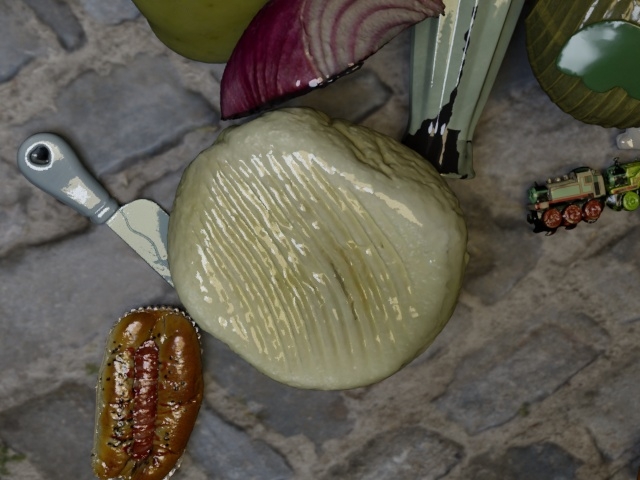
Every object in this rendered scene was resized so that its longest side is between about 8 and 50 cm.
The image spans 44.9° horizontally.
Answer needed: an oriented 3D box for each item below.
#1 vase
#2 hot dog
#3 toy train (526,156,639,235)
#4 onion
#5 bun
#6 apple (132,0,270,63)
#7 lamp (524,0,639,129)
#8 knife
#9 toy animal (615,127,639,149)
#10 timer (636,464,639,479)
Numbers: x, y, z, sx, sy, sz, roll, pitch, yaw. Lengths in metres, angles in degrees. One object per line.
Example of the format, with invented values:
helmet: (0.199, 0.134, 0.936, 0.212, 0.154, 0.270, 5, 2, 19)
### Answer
vase: (0.177, -0.264, 0.971, 0.165, 0.165, 0.360, 7, 105, -8)
hot dog: (-0.233, 0.214, 1.052, 0.144, 0.075, 0.268, 9, 97, -6)
toy train: (0.406, -0.070, 1.086, 0.249, 0.053, 0.085, -14, 94, -4)
onion: (-0.019, -0.237, 0.891, 0.250, 0.247, 0.111, -40, 112, -34)
bun: (0.000, 0.000, 0.953, 0.352, 0.227, 0.349, -21, 104, 15)
apple: (-0.111, -0.431, 0.932, 0.360, 0.320, 0.312, -35, 59, 2)
lamp: (0.381, -0.238, 0.900, 0.284, 0.250, 0.250, 28, 97, 1)
knife: (-0.251, -0.025, 1.025, 0.331, 0.044, 0.080, 41, 87, -18)
toy animal: (0.438, -0.221, 1.053, 0.127, 0.131, 0.182, -30, 114, -33)
timer: (0.545, 0.301, 1.157, 0.132, 0.132, 0.152, 11, 75, -9)
